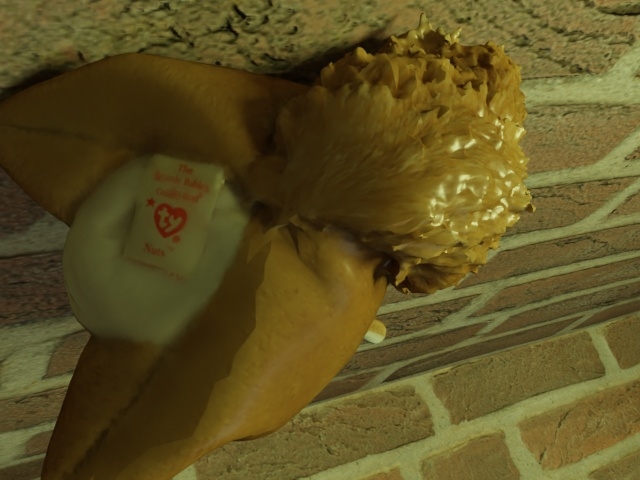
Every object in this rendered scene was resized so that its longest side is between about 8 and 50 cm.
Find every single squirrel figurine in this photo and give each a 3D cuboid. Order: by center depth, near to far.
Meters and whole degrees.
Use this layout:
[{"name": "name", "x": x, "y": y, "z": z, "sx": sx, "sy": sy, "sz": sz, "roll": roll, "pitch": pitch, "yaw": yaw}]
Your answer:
[{"name": "squirrel figurine", "x": 0.000, "y": 0.000, "z": 0.630, "sx": 0.397, "sy": 0.281, "sz": 0.370, "roll": -26, "pitch": 165, "yaw": 14}]
